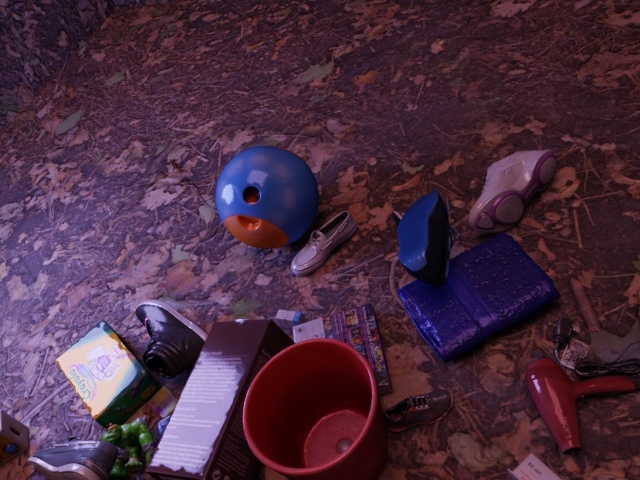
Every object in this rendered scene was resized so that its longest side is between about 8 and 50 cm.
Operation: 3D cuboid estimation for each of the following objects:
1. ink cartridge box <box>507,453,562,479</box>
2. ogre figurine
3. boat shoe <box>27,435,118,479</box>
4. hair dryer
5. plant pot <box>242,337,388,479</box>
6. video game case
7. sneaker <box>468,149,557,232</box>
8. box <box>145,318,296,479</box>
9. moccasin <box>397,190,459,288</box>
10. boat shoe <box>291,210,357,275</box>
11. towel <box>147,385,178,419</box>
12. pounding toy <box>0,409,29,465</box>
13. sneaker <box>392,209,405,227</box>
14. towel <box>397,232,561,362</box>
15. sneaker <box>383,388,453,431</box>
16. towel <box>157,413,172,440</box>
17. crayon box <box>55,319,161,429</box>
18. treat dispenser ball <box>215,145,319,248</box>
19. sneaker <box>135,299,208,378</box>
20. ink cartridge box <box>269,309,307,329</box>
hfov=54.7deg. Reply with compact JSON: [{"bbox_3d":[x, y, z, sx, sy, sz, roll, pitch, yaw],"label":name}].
[{"bbox_3d":[0.385,0.439,1.057,0.060,0.180,0.104,-38,46,-12],"label":"ink cartridge box"},{"bbox_3d":[-0.460,0.490,1.452,0.197,0.096,0.118,-39,49,34],"label":"ogre figurine"},{"bbox_3d":[-0.570,0.511,1.434,0.319,0.116,0.099,-16,30,44],"label":"boat shoe"},{"bbox_3d":[0.519,0.282,1.213,0.223,0.080,0.294,18,60,35],"label":"hair dryer"},{"bbox_3d":[0.015,0.373,1.236,0.274,0.243,0.275,-13,46,14],"label":"plant pot"},{"bbox_3d":[0.045,0.274,1.455,0.210,0.042,0.232,-19,45,9],"label":"video game case"},{"bbox_3d":[0.473,-0.128,1.605,0.305,0.114,0.152,-40,32,-19],"label":"sneaker"},{"bbox_3d":[-0.211,0.371,1.392,0.191,0.143,0.382,-8,47,36],"label":"box"},{"bbox_3d":[0.256,0.003,1.497,0.137,0.117,0.342,-33,18,33],"label":"moccasin"},{"bbox_3d":[0.000,0.000,1.700,0.226,0.076,0.083,-43,47,-16],"label":"boat shoe"},{"bbox_3d":[-0.392,0.406,1.552,0.083,0.009,0.060,28,65,39],"label":"towel"},{"bbox_3d":[-0.834,0.513,1.558,0.130,0.141,0.100,-31,45,-5],"label":"pounding toy"},{"bbox_3d":[0.249,-0.045,1.656,0.058,0.052,0.135,-36,54,-19],"label":"sneaker"},{"bbox_3d":[0.359,0.131,1.431,0.308,0.076,0.228,-29,48,-1],"label":"towel"},{"bbox_3d":[0.204,0.351,1.298,0.157,0.065,0.061,-26,45,0],"label":"sneaker"},{"bbox_3d":[-0.346,0.470,1.460,0.067,0.029,0.119,-27,45,-2],"label":"towel"},{"bbox_3d":[-0.561,0.349,1.627,0.165,0.081,0.278,-43,47,-17],"label":"crayon box"},{"bbox_3d":[-0.147,-0.120,1.722,0.288,0.288,0.288,-12,46,13],"label":"treat dispenser ball"},{"bbox_3d":[-0.426,0.255,1.614,0.295,0.105,0.147,23,41,33],"label":"sneaker"},{"bbox_3d":[-0.081,0.201,1.572,0.083,0.048,0.028,4,52,26],"label":"ink cartridge box"}]
